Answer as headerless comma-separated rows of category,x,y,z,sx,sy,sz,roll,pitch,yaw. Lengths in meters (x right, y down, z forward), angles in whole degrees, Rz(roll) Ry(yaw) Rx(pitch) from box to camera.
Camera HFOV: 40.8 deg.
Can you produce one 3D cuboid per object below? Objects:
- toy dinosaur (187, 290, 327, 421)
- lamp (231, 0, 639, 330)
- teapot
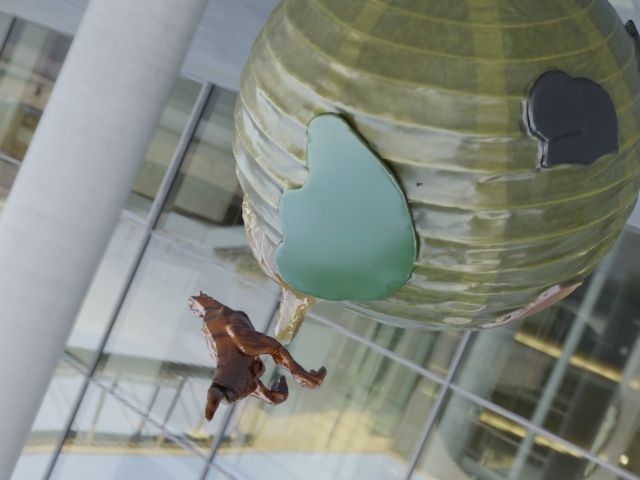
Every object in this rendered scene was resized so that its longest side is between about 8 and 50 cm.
toy dinosaur,-0.097,0.178,1.237,0.208,0.097,0.432,33,-177,-22
lamp,0.071,-0.088,0.506,0.250,0.284,0.250,1,-146,-1
teapot,0.000,0.000,0.965,0.203,0.311,0.167,25,-148,4
